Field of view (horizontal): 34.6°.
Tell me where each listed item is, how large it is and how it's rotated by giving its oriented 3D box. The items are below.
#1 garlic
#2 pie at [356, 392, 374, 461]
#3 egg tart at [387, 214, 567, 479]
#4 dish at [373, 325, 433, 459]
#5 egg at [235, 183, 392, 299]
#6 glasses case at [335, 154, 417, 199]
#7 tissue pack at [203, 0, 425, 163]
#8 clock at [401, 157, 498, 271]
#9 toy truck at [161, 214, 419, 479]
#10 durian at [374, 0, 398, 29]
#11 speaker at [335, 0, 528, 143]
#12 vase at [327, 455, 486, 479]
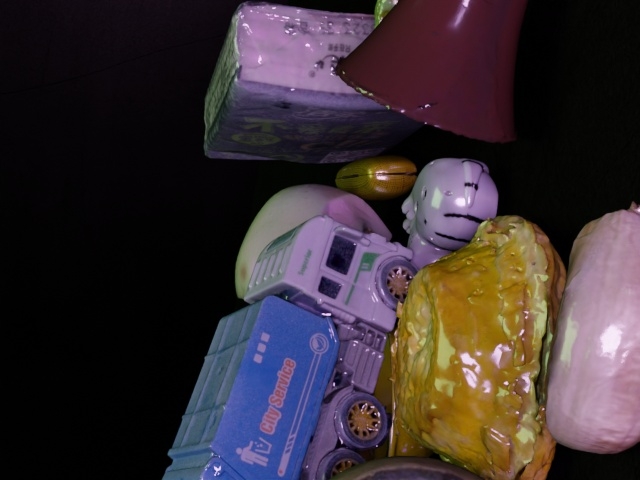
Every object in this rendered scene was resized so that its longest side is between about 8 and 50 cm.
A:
[{"bbox_3d":[0.205,0.071,0.734,0.101,0.087,0.195,-73,-11,-81],"label":"garlic"},{"bbox_3d":[-0.011,0.262,1.189,0.085,0.308,0.308,-18,63,50],"label":"pie"},{"bbox_3d":[0.138,0.108,0.964,0.295,0.116,0.294,-172,90,-80],"label":"egg tart"},{"bbox_3d":[0.105,0.186,1.149,0.148,0.080,0.207,100,172,-60],"label":"dish"},{"bbox_3d":[-0.019,0.001,1.443,0.271,0.207,0.161,-7,-86,-71],"label":"egg"},{"bbox_3d":[0.079,-0.089,1.468,0.234,0.079,0.064,-169,79,-79],"label":"glasses case"},{"bbox_3d":[0.002,-0.195,1.377,0.394,0.288,0.124,149,119,-77],"label":"tissue pack"},{"bbox_3d":[0.137,-0.007,1.119,0.176,0.080,0.117,114,160,-59],"label":"clock"},{"bbox_3d":[-0.025,0.151,1.062,0.146,0.175,0.367,-27,38,56],"label":"toy truck"},{"bbox_3d":[0.129,-0.308,1.149,0.101,0.139,0.250,33,99,44],"label":"durian"},{"bbox_3d":[0.155,-0.253,0.948,0.259,0.198,0.329,-77,7,-64],"label":"speaker"},{"bbox_3d":[0.093,0.370,0.864,0.329,0.241,0.302,53,155,37],"label":"vase"}]
